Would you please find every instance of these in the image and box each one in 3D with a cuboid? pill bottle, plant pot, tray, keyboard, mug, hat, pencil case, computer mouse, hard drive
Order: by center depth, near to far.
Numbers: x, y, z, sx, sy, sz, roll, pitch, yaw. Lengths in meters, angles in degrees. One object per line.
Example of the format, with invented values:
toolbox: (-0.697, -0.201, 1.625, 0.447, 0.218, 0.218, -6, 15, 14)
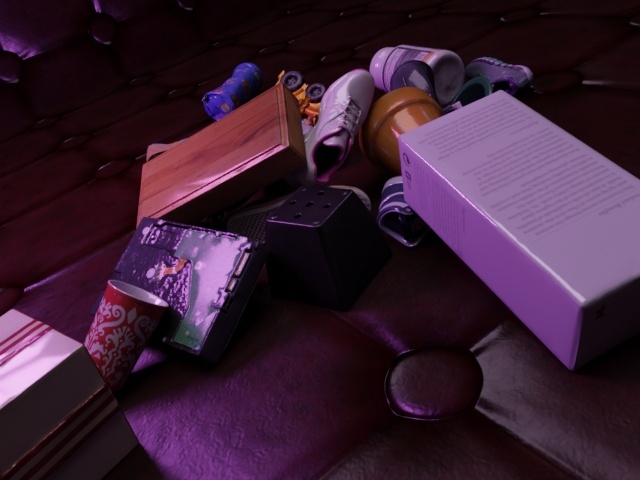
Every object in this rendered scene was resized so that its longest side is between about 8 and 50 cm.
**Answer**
mug: (-0.354, 0.170, 1.073, 0.113, 0.169, 0.150, 24, -3, 3)
plant pot: (0.000, 0.000, 1.146, 0.187, 0.167, 0.188, 8, 41, 36)
hard drive: (-0.279, 0.085, 1.167, 0.339, 0.064, 0.237, 9, 67, 38)
tray: (-0.228, -0.169, 1.325, 0.411, 0.076, 0.203, -25, 50, 21)
plant pot: (0.218, -0.212, 1.359, 0.205, 0.205, 0.188, -24, 48, -9)
keyboard: (-0.173, -0.121, 1.467, 0.201, 0.033, 0.317, -32, 9, 18)
hat: (0.442, -0.308, 1.531, 0.173, 0.183, 0.208, 25, 94, 66)
computer mouse: (0.249, -0.380, 1.559, 0.188, 0.072, 0.272, -29, 53, 25)
pill bottle: (0.278, -0.492, 1.773, 0.162, 0.162, 0.278, -30, 33, -19)
pencil case: (-0.318, -0.539, 2.185, 0.133, 0.119, 0.306, -10, 32, 28)

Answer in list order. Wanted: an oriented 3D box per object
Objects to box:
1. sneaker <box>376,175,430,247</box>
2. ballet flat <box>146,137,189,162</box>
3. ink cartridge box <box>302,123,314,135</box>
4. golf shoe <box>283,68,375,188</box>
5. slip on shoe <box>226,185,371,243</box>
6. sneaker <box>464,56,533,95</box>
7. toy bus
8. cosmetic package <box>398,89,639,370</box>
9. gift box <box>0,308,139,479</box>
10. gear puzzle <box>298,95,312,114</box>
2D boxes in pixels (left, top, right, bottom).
sneaker: (0.246, -0.066, 1.191, 0.282, 0.099, 0.153, -3, 35, 25)
ballet flat: (-0.455, -0.273, 1.903, 0.232, 0.080, 0.073, -3, 62, 27)
ink cartridge box: (-0.010, -0.250, 1.588, 0.135, 0.056, 0.099, 19, 37, -1)
golf shoe: (0.042, -0.236, 1.289, 0.306, 0.115, 0.140, -58, 30, -6)
slip on shoe: (-0.048, -0.064, 1.324, 0.331, 0.123, 0.101, -10, 28, 21)
sneaker: (0.484, -0.461, 1.702, 0.098, 0.083, 0.223, -40, 38, -23)
toy bus: (-0.075, -0.368, 1.779, 0.220, 0.149, 0.211, 32, 75, 28)
cosmetic package: (0.339, -0.044, 0.960, 0.230, 0.161, 0.453, -25, 45, -11)
gift box: (-0.452, 0.276, 0.864, 0.276, 0.255, 0.258, 8, 38, 41)
gear puzzle: (-0.155, -0.280, 1.644, 0.339, 0.044, 0.175, -39, 28, 15)
